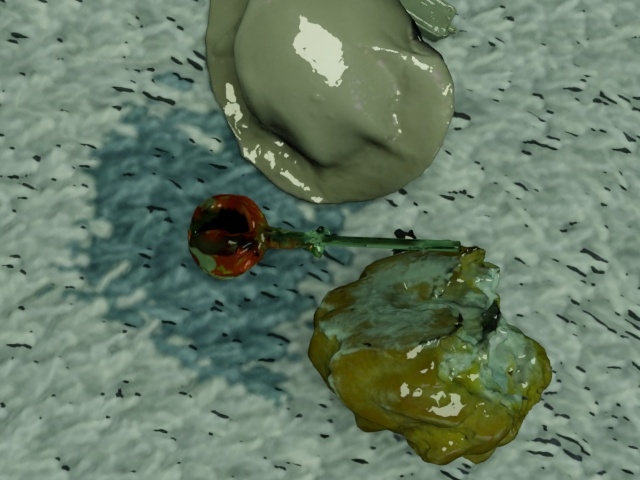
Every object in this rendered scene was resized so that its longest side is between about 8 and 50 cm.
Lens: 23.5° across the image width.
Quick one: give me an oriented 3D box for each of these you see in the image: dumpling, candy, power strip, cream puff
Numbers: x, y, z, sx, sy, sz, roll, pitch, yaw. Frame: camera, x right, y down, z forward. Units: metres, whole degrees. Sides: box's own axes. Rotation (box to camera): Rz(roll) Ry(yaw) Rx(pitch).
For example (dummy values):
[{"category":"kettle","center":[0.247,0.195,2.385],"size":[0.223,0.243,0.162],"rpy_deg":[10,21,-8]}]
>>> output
[{"category":"dumpling","center":[-0.003,-0.105,0.990],"size":[0.176,0.092,0.150],"rpy_deg":[29,97,-8]},{"category":"candy","center":[0.000,0.000,0.963],"size":[0.185,0.049,0.055],"rpy_deg":[3,84,22]},{"category":"power strip","center":[0.057,-0.161,1.035],"size":[0.083,0.017,0.027],"rpy_deg":[32,82,-3]},{"category":"cream puff","center":[0.070,0.082,0.957],"size":[0.121,0.156,0.156],"rpy_deg":[-26,87,21]}]
